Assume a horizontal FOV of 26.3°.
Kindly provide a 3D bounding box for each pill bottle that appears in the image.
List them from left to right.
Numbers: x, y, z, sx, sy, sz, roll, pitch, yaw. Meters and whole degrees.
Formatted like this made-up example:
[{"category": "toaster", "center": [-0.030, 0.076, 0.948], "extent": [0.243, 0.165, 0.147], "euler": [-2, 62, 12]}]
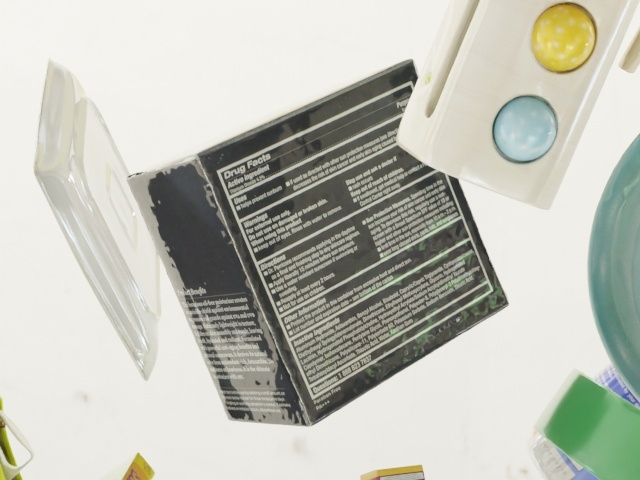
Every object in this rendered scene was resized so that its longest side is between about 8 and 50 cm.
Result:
[{"category": "pill bottle", "center": [0.415, 0.230, 1.795], "extent": [0.152, 0.272, 0.152], "euler": [41, -162, -17]}]

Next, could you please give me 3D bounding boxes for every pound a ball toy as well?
[{"category": "pound a ball toy", "center": [0.227, -0.183, 1.147], "extent": [0.208, 0.319, 0.136], "euler": [19, -170, -20]}]

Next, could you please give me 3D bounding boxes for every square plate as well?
[{"category": "square plate", "center": [-0.289, -0.040, 1.855], "extent": [0.049, 0.347, 0.344], "euler": [-19, -148, 5]}]

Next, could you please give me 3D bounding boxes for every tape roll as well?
[{"category": "tape roll", "center": [0.362, 0.246, 1.343], "extent": [0.321, 0.321, 0.077], "euler": [34, -89, 34]}]

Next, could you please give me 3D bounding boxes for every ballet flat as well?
[{"category": "ballet flat", "center": [-0.377, 0.294, 1.672], "extent": [0.077, 0.231, 0.077], "euler": [-22, -178, 2]}]

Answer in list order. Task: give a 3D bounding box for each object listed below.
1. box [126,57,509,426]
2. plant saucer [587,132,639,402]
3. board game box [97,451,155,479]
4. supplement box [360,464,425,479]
[{"category": "box", "center": [0.000, 0.000, 1.466], "extent": [0.296, 0.294, 0.183], "euler": [-27, -169, -32]}, {"category": "plant saucer", "center": [0.361, 0.016, 1.030], "extent": [0.318, 0.044, 0.317], "euler": [-7, -105, 25]}, {"category": "board game box", "center": [-0.231, 0.283, 1.207], "extent": [0.124, 0.039, 0.259], "euler": [-36, -174, 17]}, {"category": "supplement box", "center": [0.078, 0.271, 1.376], "extent": [0.055, 0.043, 0.083], "euler": [-1, -108, -25]}]
